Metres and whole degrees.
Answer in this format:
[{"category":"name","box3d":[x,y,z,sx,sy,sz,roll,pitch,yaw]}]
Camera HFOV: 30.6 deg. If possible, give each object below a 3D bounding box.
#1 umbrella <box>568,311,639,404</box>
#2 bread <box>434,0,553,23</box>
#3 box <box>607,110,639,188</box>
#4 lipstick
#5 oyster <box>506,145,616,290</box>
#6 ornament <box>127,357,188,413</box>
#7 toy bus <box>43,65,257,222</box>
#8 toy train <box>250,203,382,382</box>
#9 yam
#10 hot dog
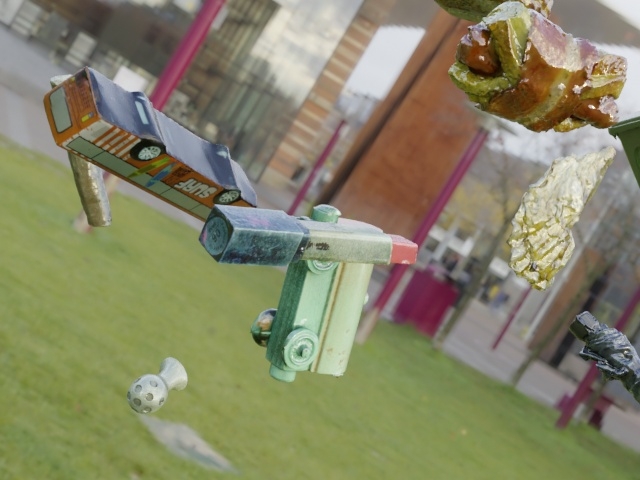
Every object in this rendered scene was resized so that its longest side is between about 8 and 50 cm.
[{"category":"umbrella","box3d":[0.430,0.179,1.581,0.080,0.071,0.224,-22,61,-44]},{"category":"bread","box3d":[0.322,-0.472,2.208,0.222,0.096,0.181,18,-8,22]},{"category":"box","box3d":[0.723,-0.192,2.103,0.253,0.328,0.178,164,-94,-73]},{"category":"lipstick","box3d":[0.000,0.000,1.368,0.312,0.051,0.051,3,30,-43]},{"category":"oyster","box3d":[0.224,-0.018,1.114,0.045,0.122,0.146,25,40,32]},{"category":"ornament","box3d":[-0.321,0.287,2.270,0.075,0.081,0.156,69,24,-8]},{"category":"toy bus","box3d":[-0.213,-0.116,1.581,0.409,0.092,0.093,32,33,-61]},{"category":"toy train","box3d":[0.004,0.085,1.825,0.177,0.285,0.116,6,13,-38]},{"category":"yam","box3d":[-0.414,-0.153,2.038,0.061,0.274,0.061,-8,18,3]},{"category":"hot dog","box3d":[0.255,-0.188,1.362,0.213,0.146,0.103,21,42,-8]}]
